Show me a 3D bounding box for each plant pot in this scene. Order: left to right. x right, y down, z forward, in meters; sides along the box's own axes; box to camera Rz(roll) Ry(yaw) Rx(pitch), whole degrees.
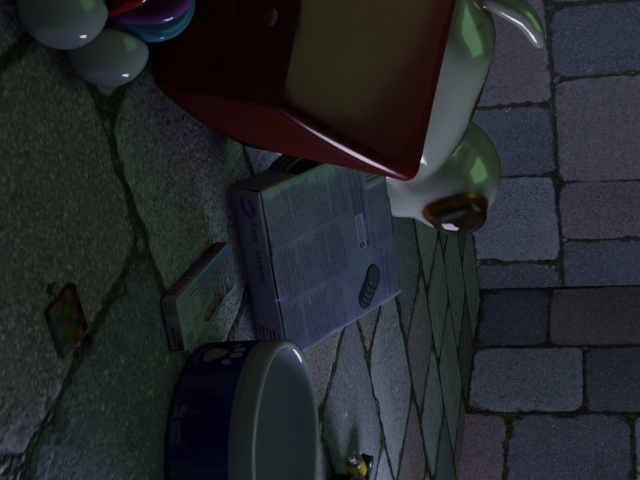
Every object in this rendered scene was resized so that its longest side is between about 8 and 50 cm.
[{"bbox_3d":[-0.032,-0.232,1.128,0.235,0.267,0.268,6,97,-56],"label":"plant pot"}]

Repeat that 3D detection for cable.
[{"bbox_3d":[0.070,0.448,1.786,0.287,0.072,0.140,35,60,-71],"label":"cable"}]

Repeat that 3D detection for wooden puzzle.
[{"bbox_3d":[-0.225,0.071,0.891,0.049,0.006,0.083,-65,149,-59],"label":"wooden puzzle"}]

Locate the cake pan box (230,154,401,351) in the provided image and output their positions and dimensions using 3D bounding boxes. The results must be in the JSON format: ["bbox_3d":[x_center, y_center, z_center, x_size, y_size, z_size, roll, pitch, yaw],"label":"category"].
[{"bbox_3d":[0.000,0.000,1.404,0.245,0.070,0.267,-30,120,-40],"label":"cake pan box"}]

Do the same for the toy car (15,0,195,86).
[{"bbox_3d":[-0.174,-0.232,0.876,0.182,0.136,0.159,45,45,-68],"label":"toy car"}]

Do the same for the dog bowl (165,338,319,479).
[{"bbox_3d":[-0.085,0.251,1.191,0.265,0.104,0.265,-2,90,-75],"label":"dog bowl"}]

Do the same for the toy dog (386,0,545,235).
[{"bbox_3d":[0.162,-0.207,1.587,0.285,0.395,0.408,-93,167,-55],"label":"toy dog"}]

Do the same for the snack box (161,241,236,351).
[{"bbox_3d":[-0.139,0.062,1.174,0.178,0.022,0.064,-56,140,-65],"label":"snack box"}]

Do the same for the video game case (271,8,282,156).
[{"bbox_3d":[-0.070,-0.237,1.464,0.227,0.026,0.207,28,61,-73],"label":"video game case"}]
